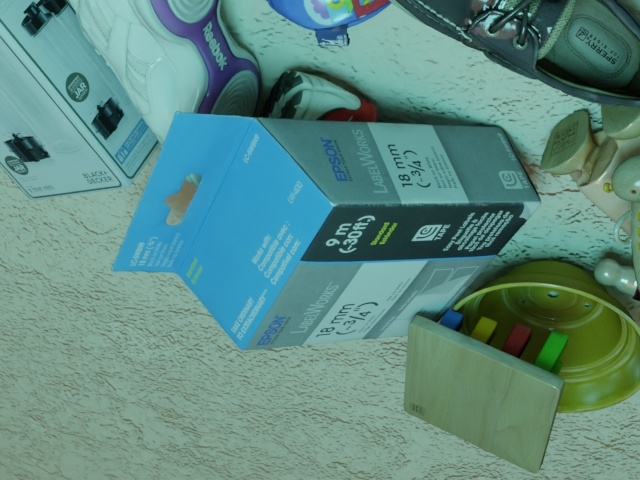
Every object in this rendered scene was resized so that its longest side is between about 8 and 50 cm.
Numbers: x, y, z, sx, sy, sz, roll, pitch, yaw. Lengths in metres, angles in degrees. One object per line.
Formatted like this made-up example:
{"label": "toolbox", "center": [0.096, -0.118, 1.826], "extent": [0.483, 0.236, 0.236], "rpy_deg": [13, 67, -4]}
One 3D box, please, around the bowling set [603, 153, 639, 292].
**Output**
{"label": "bowling set", "center": [0.398, -0.016, 0.799], "extent": [0.287, 0.200, 0.154], "rpy_deg": [-23, 116, 2]}

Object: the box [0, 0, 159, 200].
{"label": "box", "center": [-0.300, -0.175, 0.975], "extent": [0.169, 0.087, 0.290], "rpy_deg": [-5, 134, 39]}

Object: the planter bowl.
{"label": "planter bowl", "center": [0.245, 0.086, 1.083], "extent": [0.217, 0.090, 0.217], "rpy_deg": [12, 139, 11]}

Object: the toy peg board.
{"label": "toy peg board", "center": [0.178, 0.141, 1.059], "extent": [0.161, 0.079, 0.161], "rpy_deg": [23, 142, 21]}

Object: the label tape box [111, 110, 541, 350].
{"label": "label tape box", "center": [0.000, 0.000, 0.953], "extent": [0.334, 0.106, 0.240], "rpy_deg": [-2, 145, -28]}

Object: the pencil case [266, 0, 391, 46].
{"label": "pencil case", "center": [-0.029, -0.300, 0.752], "extent": [0.133, 0.119, 0.306], "rpy_deg": [-22, 127, 7]}

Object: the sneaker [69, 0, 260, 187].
{"label": "sneaker", "center": [-0.147, -0.182, 0.950], "extent": [0.152, 0.114, 0.305], "rpy_deg": [24, 146, 29]}

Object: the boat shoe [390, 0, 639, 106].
{"label": "boat shoe", "center": [0.164, -0.180, 0.782], "extent": [0.285, 0.092, 0.103], "rpy_deg": [22, 106, -29]}

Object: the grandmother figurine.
{"label": "grandmother figurine", "center": [0.357, 0.006, 0.962], "extent": [0.342, 0.104, 0.208], "rpy_deg": [40, 142, -19]}

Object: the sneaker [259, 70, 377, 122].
{"label": "sneaker", "center": [-0.025, -0.051, 1.030], "extent": [0.118, 0.107, 0.279], "rpy_deg": [15, 143, -17]}
